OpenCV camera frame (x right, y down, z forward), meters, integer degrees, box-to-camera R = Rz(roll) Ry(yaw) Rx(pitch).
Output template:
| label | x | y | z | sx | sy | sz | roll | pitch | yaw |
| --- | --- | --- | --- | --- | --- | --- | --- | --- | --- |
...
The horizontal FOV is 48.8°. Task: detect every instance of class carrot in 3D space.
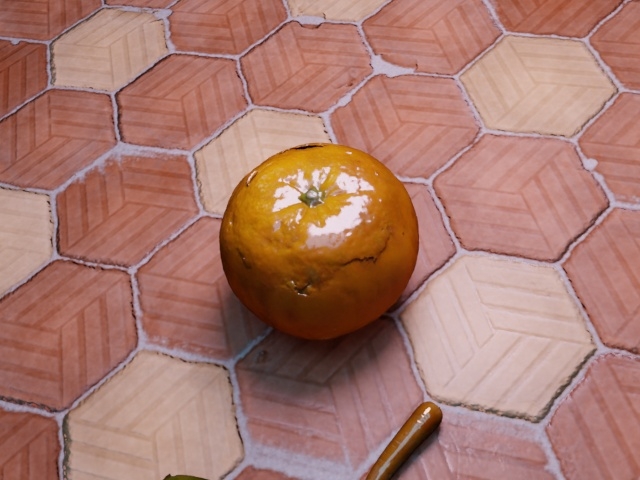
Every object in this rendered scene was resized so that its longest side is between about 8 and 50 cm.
| label | x | y | z | sx | sy | sz | roll | pitch | yaw |
| --- | --- | --- | --- | --- | --- | --- | --- | --- | --- |
| carrot | 0.094 | 0.286 | 0.915 | 0.037 | 0.037 | 0.190 | 34 | 71 | 27 |

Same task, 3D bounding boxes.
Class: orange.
| label | x | y | z | sx | sy | sz | roll | pitch | yaw |
| --- | --- | --- | --- | --- | --- | --- | --- | --- | --- |
| orange | 0.000 | 0.000 | 1.004 | 0.284 | 0.226 | 0.283 | -3 | 61 | 6 |

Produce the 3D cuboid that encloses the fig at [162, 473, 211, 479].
| label | x | y | z | sx | sy | sz | roll | pitch | yaw |
| --- | --- | --- | --- | --- | --- | --- | --- | --- | --- |
| fig | -0.151 | 0.355 | 0.838 | 0.154 | 0.144 | 0.166 | -48 | 41 | -5 |
